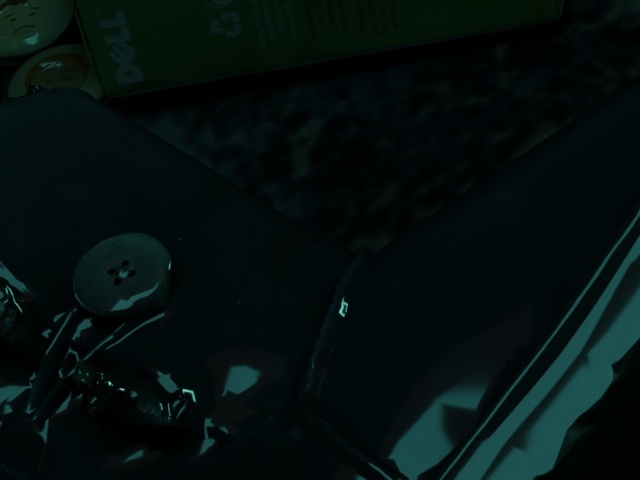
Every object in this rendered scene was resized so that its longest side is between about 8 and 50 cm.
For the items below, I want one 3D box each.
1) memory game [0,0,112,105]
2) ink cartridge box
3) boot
[{"bbox_3d":[-0.159,-0.035,0.573,0.186,0.012,0.186,-7,48,8],"label":"memory game"},{"bbox_3d":[-0.032,-0.111,0.568,0.209,0.062,0.109,-10,46,2],"label":"ink cartridge box"},{"bbox_3d":[0.000,0.000,0.446,0.207,0.094,0.246,30,68,29],"label":"boot"}]
